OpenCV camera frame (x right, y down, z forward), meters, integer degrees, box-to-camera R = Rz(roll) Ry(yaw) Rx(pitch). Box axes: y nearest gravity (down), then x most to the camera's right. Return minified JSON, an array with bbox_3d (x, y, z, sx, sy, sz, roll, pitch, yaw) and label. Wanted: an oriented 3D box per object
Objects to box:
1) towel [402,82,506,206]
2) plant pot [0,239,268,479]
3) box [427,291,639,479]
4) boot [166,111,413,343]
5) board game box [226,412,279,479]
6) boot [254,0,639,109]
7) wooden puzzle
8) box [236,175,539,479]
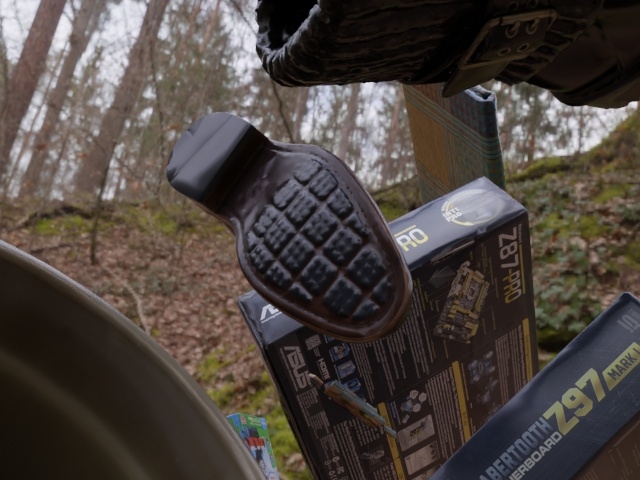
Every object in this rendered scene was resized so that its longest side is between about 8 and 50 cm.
[{"bbox_3d":[0.212,-0.101,1.129,0.040,0.271,0.370,-23,-52,-10],"label":"towel"},{"bbox_3d":[-0.210,0.173,0.267,0.323,0.280,0.323,36,13,-9],"label":"plant pot"},{"bbox_3d":[0.167,0.160,0.475,0.059,0.183,0.233,43,-4,43],"label":"box"},{"bbox_3d":[0.000,0.000,0.427,0.106,0.082,0.219,38,3,-44],"label":"boot"},{"bbox_3d":[-0.107,0.408,1.262,0.039,0.211,0.160,-17,-19,6],"label":"board game box"},{"bbox_3d":[0.122,-0.177,0.356,0.260,0.131,0.348,3,-27,-20],"label":"boot"},{"bbox_3d":[0.026,0.129,0.580,0.083,0.006,0.049,36,-19,5],"label":"wooden puzzle"},{"bbox_3d":[0.108,0.159,0.883,0.318,0.097,0.395,-25,-51,-9],"label":"box"}]
